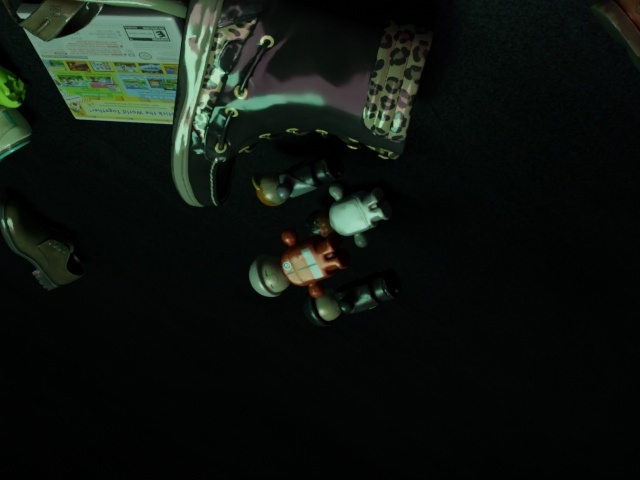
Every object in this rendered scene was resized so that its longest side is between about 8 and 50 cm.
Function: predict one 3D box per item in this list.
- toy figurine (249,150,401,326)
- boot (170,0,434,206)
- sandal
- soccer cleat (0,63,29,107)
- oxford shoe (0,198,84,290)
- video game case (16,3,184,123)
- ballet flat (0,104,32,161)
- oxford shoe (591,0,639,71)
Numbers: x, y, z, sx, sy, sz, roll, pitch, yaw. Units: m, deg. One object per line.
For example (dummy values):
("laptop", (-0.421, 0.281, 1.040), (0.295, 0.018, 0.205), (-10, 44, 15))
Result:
("toy figurine", (0.000, 0.000, 1.375), (0.148, 0.209, 0.213), (-21, 150, 29))
("boot", (-0.031, -0.157, 1.216), (0.284, 0.138, 0.377), (14, 135, 1))
("sandal", (-0.304, -0.277, 1.162), (0.303, 0.120, 0.086), (9, 106, 10))
("soccer cleat", (-0.479, -0.247, 1.361), (0.072, 0.060, 0.179), (4, 149, 20))
("oxford shoe", (-0.495, -0.004, 1.745), (0.096, 0.082, 0.227), (-14, 141, 12))
("video game case", (-0.268, -0.235, 1.317), (0.227, 0.026, 0.206), (5, 146, 16))
("ballet flat", (-0.532, -0.148, 1.534), (0.086, 0.086, 0.248), (35, 142, -28))
("oxford shoe", (0.371, -0.208, 1.041), (0.076, 0.076, 0.212), (-44, 136, 10))
